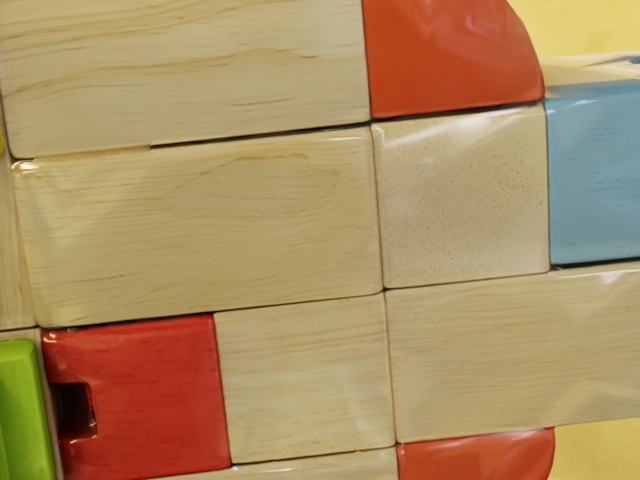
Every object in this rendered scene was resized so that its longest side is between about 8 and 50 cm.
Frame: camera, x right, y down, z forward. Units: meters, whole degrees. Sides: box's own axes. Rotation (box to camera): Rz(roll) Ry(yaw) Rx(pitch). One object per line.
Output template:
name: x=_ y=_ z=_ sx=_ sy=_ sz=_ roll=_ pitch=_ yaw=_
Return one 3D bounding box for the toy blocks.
toy blocks: x=0.000 y=0.000 z=0.443 sx=0.260 sy=0.382 sz=0.191 roll=-6 pitch=20 yaw=-3
